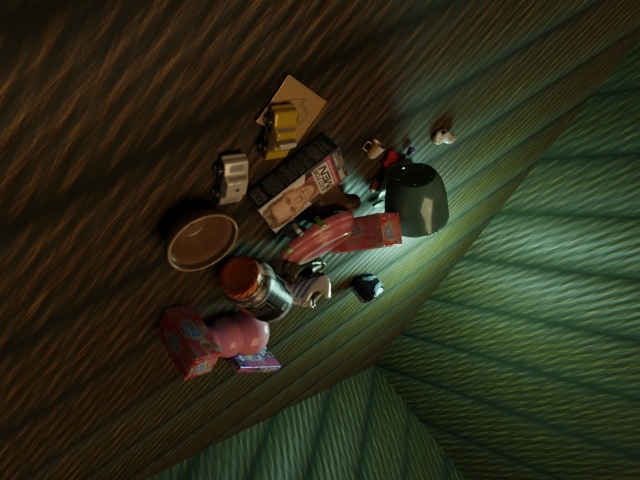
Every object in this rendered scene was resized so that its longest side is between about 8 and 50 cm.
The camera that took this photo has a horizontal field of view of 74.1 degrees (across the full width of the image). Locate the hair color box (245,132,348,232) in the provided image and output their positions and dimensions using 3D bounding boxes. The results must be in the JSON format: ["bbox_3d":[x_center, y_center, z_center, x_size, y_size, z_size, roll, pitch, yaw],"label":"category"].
[{"bbox_3d":[-0.078,-0.200,1.493,0.347,0.105,0.174,-38,150,-4],"label":"hair color box"}]

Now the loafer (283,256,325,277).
[{"bbox_3d":[-0.063,0.136,1.976,0.251,0.087,0.094,-5,135,-47],"label":"loafer"}]

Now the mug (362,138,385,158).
[{"bbox_3d":[0.206,-0.362,1.675,0.064,0.078,0.062,-49,-176,31],"label":"mug"}]

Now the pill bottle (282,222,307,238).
[{"bbox_3d":[-0.105,-0.038,1.718,0.065,0.065,0.116,-49,150,13],"label":"pill bottle"}]

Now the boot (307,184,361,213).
[{"bbox_3d":[0.072,-0.179,1.711,0.305,0.112,0.115,-13,116,-50],"label":"boot"}]

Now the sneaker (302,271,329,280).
[{"bbox_3d":[-0.019,0.189,2.097,0.091,0.094,0.258,-53,167,2],"label":"sneaker"}]

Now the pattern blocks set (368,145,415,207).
[{"bbox_3d":[0.333,-0.288,1.940,0.285,0.026,0.325,-16,142,-37],"label":"pattern blocks set"}]

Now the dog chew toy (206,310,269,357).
[{"bbox_3d":[-0.395,0.421,1.865,0.332,0.206,0.206,-6,136,-36],"label":"dog chew toy"}]

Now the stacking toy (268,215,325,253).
[{"bbox_3d":[-0.095,-0.061,1.553,0.167,0.221,0.052,-41,128,2],"label":"stacking toy"}]

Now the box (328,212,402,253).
[{"bbox_3d":[0.184,-0.028,1.838,0.300,0.142,0.154,-10,176,43],"label":"box"}]

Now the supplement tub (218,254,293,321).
[{"bbox_3d":[-0.257,0.195,1.706,0.207,0.207,0.338,-40,151,-4],"label":"supplement tub"}]

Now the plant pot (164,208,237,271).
[{"bbox_3d":[-0.393,-0.022,1.351,0.237,0.110,0.237,-29,149,-19],"label":"plant pot"}]

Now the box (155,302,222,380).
[{"bbox_3d":[-0.503,0.378,1.606,0.123,0.257,0.128,-4,134,-51],"label":"box"}]

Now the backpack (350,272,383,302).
[{"bbox_3d":[0.287,0.279,2.531,0.173,0.158,0.117,-20,155,-53],"label":"backpack"}]

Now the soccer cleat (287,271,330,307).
[{"bbox_3d":[-0.102,0.250,1.925,0.331,0.143,0.116,-22,162,24],"label":"soccer cleat"}]

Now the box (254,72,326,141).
[{"bbox_3d":[-0.088,-0.399,1.298,0.164,0.021,0.201,-51,150,17],"label":"box"}]

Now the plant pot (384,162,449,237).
[{"bbox_3d":[0.417,-0.195,1.864,0.293,0.293,0.235,-31,136,-17],"label":"plant pot"}]

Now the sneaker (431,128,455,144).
[{"bbox_3d":[0.575,-0.480,1.944,0.152,0.053,0.061,-17,140,-36],"label":"sneaker"}]

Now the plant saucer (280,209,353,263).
[{"bbox_3d":[0.000,0.000,1.691,0.332,0.084,0.332,-30,172,-5],"label":"plant saucer"}]

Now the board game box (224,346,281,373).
[{"bbox_3d":[-0.353,0.559,2.080,0.056,0.208,0.347,-46,151,9],"label":"board game box"}]

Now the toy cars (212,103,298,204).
[{"bbox_3d":[-0.192,-0.241,1.293,0.394,0.087,0.176,-42,151,10],"label":"toy cars"}]
